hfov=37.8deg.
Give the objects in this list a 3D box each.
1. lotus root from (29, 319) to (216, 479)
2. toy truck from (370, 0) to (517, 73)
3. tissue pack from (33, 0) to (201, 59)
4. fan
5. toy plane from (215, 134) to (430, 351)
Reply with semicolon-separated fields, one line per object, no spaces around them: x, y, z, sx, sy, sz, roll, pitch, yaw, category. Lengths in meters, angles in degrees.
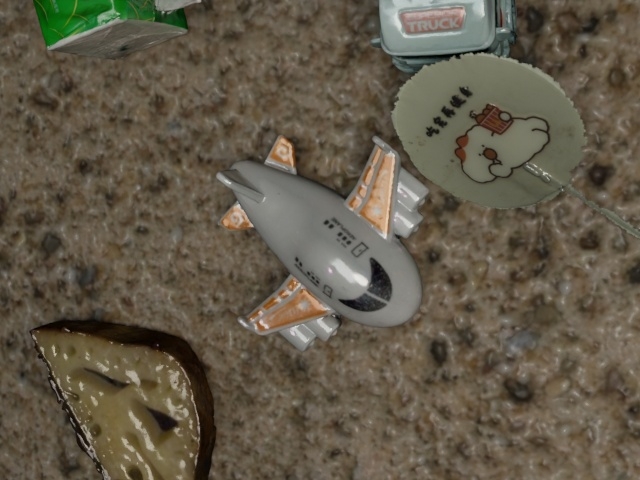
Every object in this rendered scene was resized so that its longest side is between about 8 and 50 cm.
-0.207;0.187;1.064;0.170;0.074;0.261;-25;87;17;lotus root
0.111;-0.315;0.870;0.136;0.162;0.305;-1;95;16;toy truck
-0.213;-0.315;0.975;0.156;0.148;0.209;-15;91;19;tissue pack
0.217;-0.062;0.899;0.329;0.009;0.191;33;141;-5;fan
0.000;0.000;0.961;0.244;0.117;0.245;1;94;16;toy plane
